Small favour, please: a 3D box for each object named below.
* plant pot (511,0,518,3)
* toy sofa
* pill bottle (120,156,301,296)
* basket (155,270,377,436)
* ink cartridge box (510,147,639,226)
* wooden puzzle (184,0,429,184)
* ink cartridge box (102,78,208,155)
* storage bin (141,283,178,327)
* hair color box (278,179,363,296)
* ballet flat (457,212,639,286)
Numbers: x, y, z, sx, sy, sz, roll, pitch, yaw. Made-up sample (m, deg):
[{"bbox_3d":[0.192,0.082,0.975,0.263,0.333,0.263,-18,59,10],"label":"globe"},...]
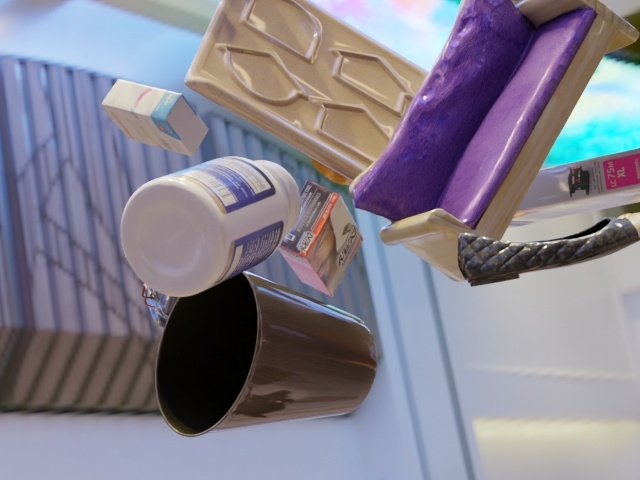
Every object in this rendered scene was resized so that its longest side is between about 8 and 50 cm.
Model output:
[{"bbox_3d":[0.338,-0.461,1.802,0.323,0.323,0.280,1,8,-35],"label":"plant pot"},{"bbox_3d":[0.201,-0.144,1.640,0.177,0.363,0.150,35,-16,-14],"label":"toy sofa"},{"bbox_3d":[-0.096,-0.021,1.335,0.112,0.112,0.186,-20,3,29],"label":"pill bottle"},{"bbox_3d":[-0.052,0.135,1.637,0.227,0.204,0.154,10,17,-47],"label":"basket"},{"bbox_3d":[0.349,-0.070,1.926,0.311,0.065,0.185,-14,-8,34],"label":"ink cartridge box"},{"bbox_3d":[-0.015,-0.206,1.891,0.322,0.348,0.080,30,-54,-12],"label":"wooden puzzle"},{"bbox_3d":[-0.232,-0.173,1.957,0.122,0.052,0.088,15,-24,32],"label":"ink cartridge box"},{"bbox_3d":[-0.190,0.057,1.909,0.098,0.091,0.135,10,16,-19],"label":"storage bin"},{"bbox_3d":[0.000,0.000,1.792,0.053,0.093,0.167,24,-12,21],"label":"hair color box"},{"bbox_3d":[0.202,0.000,1.192,0.173,0.049,0.057,-13,-2,-1],"label":"ballet flat"}]
